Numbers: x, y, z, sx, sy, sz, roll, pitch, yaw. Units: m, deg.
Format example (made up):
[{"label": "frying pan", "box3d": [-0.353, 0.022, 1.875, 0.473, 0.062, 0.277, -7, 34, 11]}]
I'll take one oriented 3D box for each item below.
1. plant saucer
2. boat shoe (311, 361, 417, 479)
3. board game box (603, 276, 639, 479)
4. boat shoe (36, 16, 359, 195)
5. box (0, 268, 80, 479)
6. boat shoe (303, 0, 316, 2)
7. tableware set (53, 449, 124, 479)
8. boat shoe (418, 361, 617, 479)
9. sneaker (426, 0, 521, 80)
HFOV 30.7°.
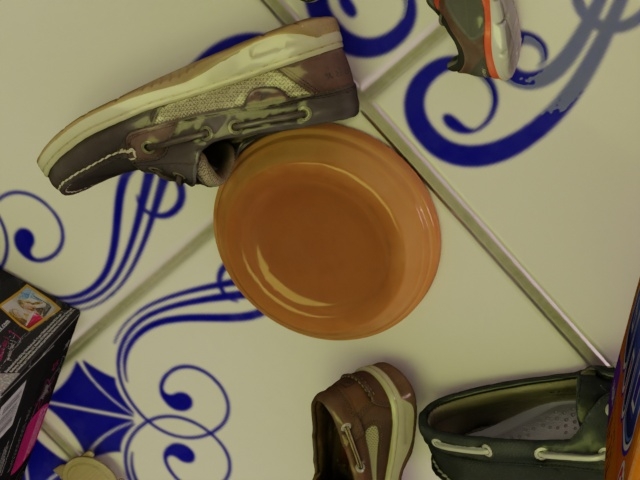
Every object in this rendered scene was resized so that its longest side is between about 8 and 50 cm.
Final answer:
[{"label": "plant saucer", "box3d": [0.000, 0.000, 0.978, 0.200, 0.037, 0.199, 8, 117, 15]}, {"label": "boat shoe", "box3d": [0.022, 0.233, 1.036, 0.095, 0.095, 0.257, 24, 121, 50]}, {"label": "board game box", "box3d": [0.370, 0.026, 0.634, 0.357, 0.356, 0.356, 14, 103, 12]}, {"label": "boat shoe", "box3d": [-0.100, -0.086, 0.929, 0.285, 0.103, 0.092, -22, 90, 21]}, {"label": "box", "box3d": [-0.354, 0.164, 1.104, 0.142, 0.163, 0.247, 26, 120, 3]}, {"label": "boat shoe", "box3d": [-0.039, -0.232, 0.878, 0.046, 0.038, 0.125, -24, 105, 27]}, {"label": "tableware set", "box3d": [-0.214, 0.295, 1.203, 0.169, 0.020, 0.141, 38, 121, -1]}, {"label": "boat shoe", "box3d": [0.220, 0.148, 0.930, 0.303, 0.114, 0.091, -19, 113, 25]}, {"label": "sneaker", "box3d": [0.103, -0.189, 0.841, 0.065, 0.061, 0.157, 1, 114, 25]}]
